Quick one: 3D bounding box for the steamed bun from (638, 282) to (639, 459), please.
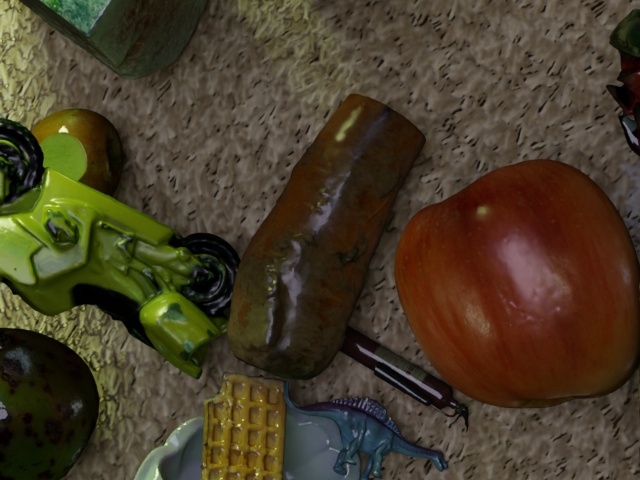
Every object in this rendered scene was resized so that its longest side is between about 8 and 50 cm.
[{"bbox_3d":[0.411,0.116,1.726,0.199,0.251,0.301,1,102,17],"label":"steamed bun"}]

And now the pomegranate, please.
[{"bbox_3d":[-0.341,0.209,1.959,0.202,0.202,0.248,11,120,14],"label":"pomegranate"}]

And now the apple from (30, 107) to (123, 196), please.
[{"bbox_3d":[-0.270,-0.087,1.988,0.102,0.099,0.114,-5,95,16],"label":"apple"}]

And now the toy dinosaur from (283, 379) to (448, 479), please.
[{"bbox_3d":[0.043,0.206,1.897,0.197,0.045,0.080,27,62,-8],"label":"toy dinosaur"}]

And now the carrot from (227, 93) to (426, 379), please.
[{"bbox_3d":[0.000,0.000,1.901,0.138,0.139,0.302,25,81,14],"label":"carrot"}]

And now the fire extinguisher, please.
[{"bbox_3d":[0.086,0.143,1.914,0.173,0.049,0.035,30,84,13],"label":"fire extinguisher"}]

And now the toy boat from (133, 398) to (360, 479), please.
[{"bbox_3d":[-0.099,0.278,1.892,0.290,0.100,0.199,-16,75,-26],"label":"toy boat"}]

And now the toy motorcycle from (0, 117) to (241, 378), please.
[{"bbox_3d":[-0.254,0.030,1.901,0.342,0.142,0.206,29,101,-12],"label":"toy motorcycle"}]

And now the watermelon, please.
[{"bbox_3d":[-0.216,-0.288,1.930,0.228,0.387,0.258,-42,122,-4],"label":"watermelon"}]

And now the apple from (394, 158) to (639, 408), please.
[{"bbox_3d":[0.202,0.054,1.796,0.242,0.242,0.241,-23,81,12],"label":"apple"}]

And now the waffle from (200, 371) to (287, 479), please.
[{"bbox_3d":[-0.079,0.201,1.863,0.092,0.021,0.135,9,64,-17],"label":"waffle"}]

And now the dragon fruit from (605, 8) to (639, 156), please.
[{"bbox_3d":[0.424,-0.147,1.774,0.293,0.234,0.234,35,95,-1],"label":"dragon fruit"}]
